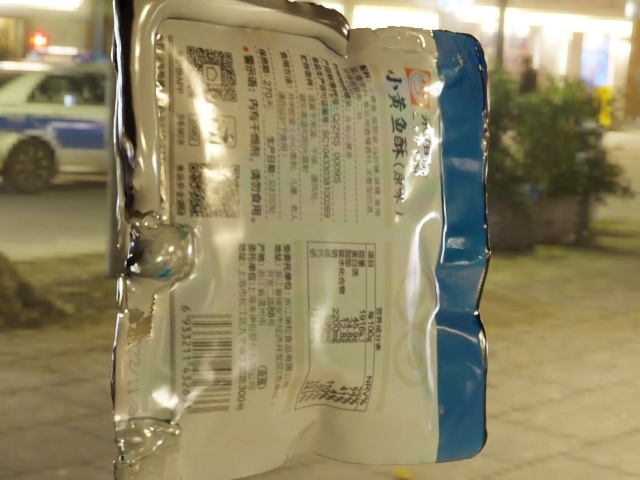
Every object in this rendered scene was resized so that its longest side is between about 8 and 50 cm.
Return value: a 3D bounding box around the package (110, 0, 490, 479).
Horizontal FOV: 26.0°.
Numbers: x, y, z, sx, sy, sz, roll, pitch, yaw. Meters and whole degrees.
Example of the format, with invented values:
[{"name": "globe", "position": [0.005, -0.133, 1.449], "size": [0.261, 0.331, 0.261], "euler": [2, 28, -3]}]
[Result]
[{"name": "package", "position": [0.000, 0.000, 0.496], "size": [0.173, 0.171, 0.027], "euler": [3, -5, -41]}]
